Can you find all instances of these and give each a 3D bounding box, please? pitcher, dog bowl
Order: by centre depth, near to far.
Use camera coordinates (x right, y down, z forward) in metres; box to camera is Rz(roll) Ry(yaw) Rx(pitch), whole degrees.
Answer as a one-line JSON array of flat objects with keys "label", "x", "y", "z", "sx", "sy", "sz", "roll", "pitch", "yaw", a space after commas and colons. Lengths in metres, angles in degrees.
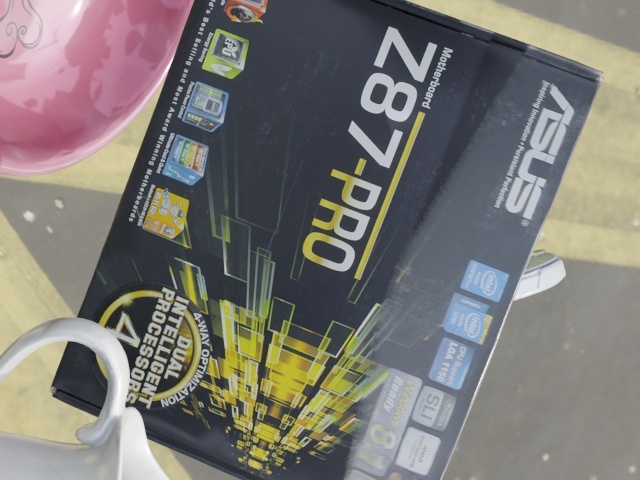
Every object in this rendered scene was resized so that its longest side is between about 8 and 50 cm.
[{"label": "pitcher", "x": -0.195, "y": 0.144, "z": 0.562, "sx": 0.207, "sy": 0.125, "sz": 0.177, "roll": -13, "pitch": 99, "yaw": 5}, {"label": "dog bowl", "x": -0.267, "y": -0.238, "z": 0.884, "sx": 0.408, "sy": 0.150, "sz": 0.408, "roll": -49, "pitch": 158, "yaw": -28}]

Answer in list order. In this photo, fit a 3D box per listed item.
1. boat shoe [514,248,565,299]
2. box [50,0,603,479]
[{"label": "boat shoe", "x": 0.236, "y": 0.046, "z": 1.365, "sx": 0.302, "sy": 0.109, "sz": 0.094, "roll": -13, "pitch": 86, "yaw": -38}, {"label": "box", "x": 0.000, "y": 0.000, "z": 0.772, "sx": 0.097, "sy": 0.318, "sz": 0.394, "roll": -8, "pitch": 120, "yaw": -83}]
